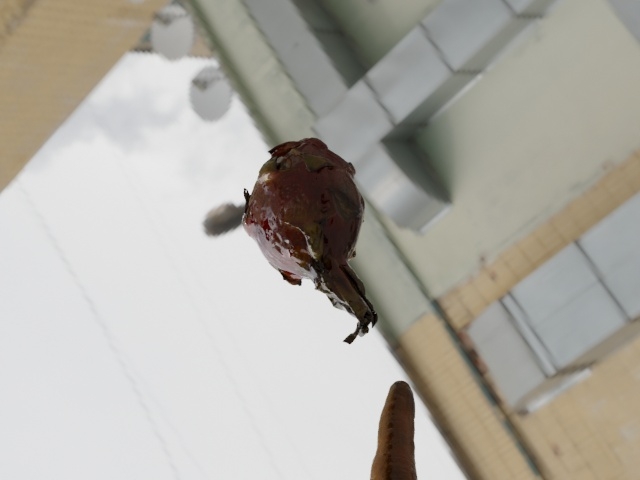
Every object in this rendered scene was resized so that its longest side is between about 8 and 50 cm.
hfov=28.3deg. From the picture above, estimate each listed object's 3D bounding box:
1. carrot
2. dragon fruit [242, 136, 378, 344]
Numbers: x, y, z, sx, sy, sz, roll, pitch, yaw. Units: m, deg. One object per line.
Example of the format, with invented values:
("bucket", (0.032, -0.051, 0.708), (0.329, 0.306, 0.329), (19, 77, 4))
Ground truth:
("carrot", (0.082, 0.232, 1.368), (0.061, 0.061, 0.209), (34, -142, -24))
("dragon fruit", (0.000, 0.000, 1.305), (0.125, 0.125, 0.246), (33, -154, -56))
